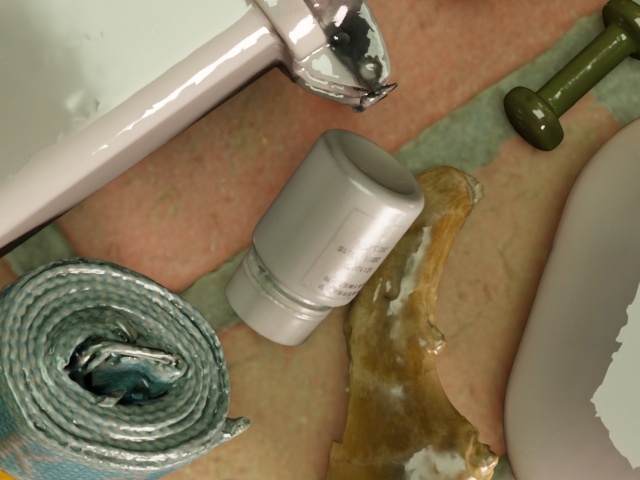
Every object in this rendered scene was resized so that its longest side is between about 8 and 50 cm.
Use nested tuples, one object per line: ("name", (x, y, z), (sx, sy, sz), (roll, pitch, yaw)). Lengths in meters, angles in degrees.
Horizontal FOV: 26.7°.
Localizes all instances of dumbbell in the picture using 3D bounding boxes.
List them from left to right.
("dumbbell", (0.180, -0.115, 0.929), (0.118, 0.052, 0.046), (-42, 49, -7))

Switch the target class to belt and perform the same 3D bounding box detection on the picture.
("belt", (-0.136, 0.083, 0.833), (0.163, 0.082, 0.147), (-16, 82, -49))

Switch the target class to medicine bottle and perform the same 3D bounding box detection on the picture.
("medicine bottle", (0.000, 0.000, 0.869), (0.080, 0.080, 0.130), (35, 114, -5))

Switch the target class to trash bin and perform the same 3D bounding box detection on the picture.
("trash bin", (-0.167, -0.105, 0.799), (0.368, 0.256, 0.296), (-39, 95, -1))

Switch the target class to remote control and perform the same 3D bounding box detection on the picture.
("remote control", (0.250, 0.066, 0.904), (0.221, 0.103, 0.332), (19, 86, 0))

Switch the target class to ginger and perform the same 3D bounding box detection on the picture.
("ginger", (0.066, 0.092, 0.893), (0.131, 0.086, 0.294), (3, 81, 25))

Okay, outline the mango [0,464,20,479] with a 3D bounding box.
("mango", (-0.244, 0.173, 0.842), (0.145, 0.112, 0.219), (-20, 101, -11))
